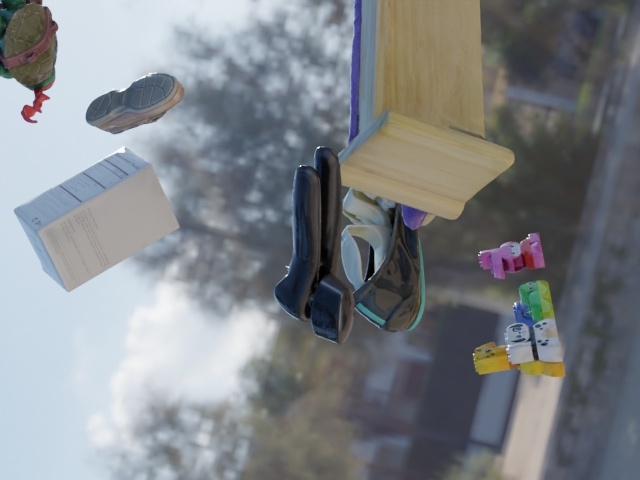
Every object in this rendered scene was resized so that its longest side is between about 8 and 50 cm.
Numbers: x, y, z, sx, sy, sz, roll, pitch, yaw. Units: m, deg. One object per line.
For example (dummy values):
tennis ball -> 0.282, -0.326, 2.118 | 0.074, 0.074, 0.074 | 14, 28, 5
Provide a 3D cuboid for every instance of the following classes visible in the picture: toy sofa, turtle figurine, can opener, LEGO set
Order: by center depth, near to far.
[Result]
can opener -> 0.000, 0.000, 1.272 | 0.059, 0.073, 0.186 | -53, -27, -43
turtle figurine -> -0.326, -0.217, 1.636 | 0.234, 0.118, 0.175 | 77, -153, -54
toy sofa -> 0.089, -0.203, 1.676 | 0.177, 0.150, 0.362 | -40, 40, 49
LEGO set -> 0.206, 0.092, 1.719 | 0.227, 0.093, 0.087 | -87, -15, -60

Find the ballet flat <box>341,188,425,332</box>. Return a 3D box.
ballet flat -> 0.074, -0.018, 1.841 | 0.280, 0.096, 0.095 | -86, 21, -46

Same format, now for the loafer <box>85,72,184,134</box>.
loafer -> -0.176, -0.132, 1.567 | 0.039, 0.125, 0.045 | 37, -127, -40

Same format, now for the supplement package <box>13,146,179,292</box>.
supplement package -> -0.300, -0.030, 2.144 | 0.105, 0.179, 0.105 | 31, 147, 57
